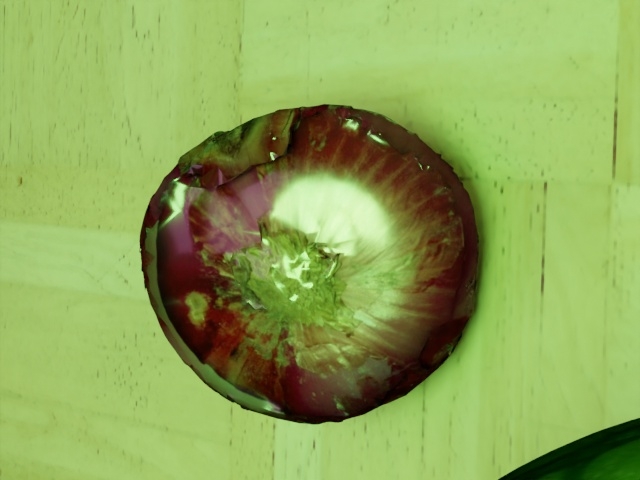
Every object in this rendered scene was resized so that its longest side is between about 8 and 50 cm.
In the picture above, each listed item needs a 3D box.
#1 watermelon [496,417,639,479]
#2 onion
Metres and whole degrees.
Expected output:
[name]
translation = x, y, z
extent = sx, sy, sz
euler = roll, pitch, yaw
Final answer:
[watermelon]
translation = 0.144, 0.201, 0.444
extent = 0.363, 0.363, 0.363
euler = 1, 91, 49
[onion]
translation = 0.000, 0.000, 0.798
extent = 0.150, 0.140, 0.150
euler = 3, 109, 8
